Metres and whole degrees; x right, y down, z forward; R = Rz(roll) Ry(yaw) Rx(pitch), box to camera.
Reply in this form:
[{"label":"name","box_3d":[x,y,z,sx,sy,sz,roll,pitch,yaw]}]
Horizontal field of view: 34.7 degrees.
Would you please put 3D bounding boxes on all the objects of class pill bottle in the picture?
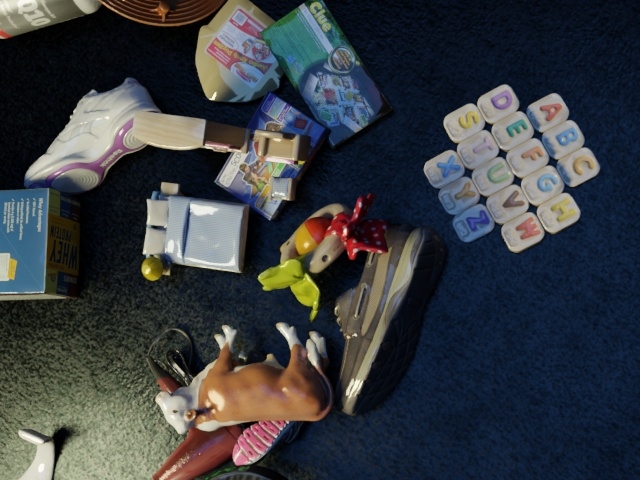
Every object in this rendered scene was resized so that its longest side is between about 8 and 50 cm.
[{"label":"pill bottle","box_3d":[-0.525,-0.507,1.998,0.283,0.161,0.161,-14,80,11]}]

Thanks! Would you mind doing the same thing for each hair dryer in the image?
[{"label":"hair dryer","box_3d":[-0.231,0.320,1.874,0.224,0.080,0.293,11,71,17]}]

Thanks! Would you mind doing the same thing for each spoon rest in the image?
[{"label":"spoon rest","box_3d":[-0.553,0.483,1.927,0.137,0.084,0.276,20,101,16]}]

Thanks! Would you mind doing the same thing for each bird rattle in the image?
[{"label":"bird rattle","box_3d":[0.000,0.000,1.799,0.143,0.207,0.253,34,103,-23]}]

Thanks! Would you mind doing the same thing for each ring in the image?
[{"label":"ring","box_3d":[-0.311,-0.563,1.933,0.337,0.032,0.336,6,73,-19]}]

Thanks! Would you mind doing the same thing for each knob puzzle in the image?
[{"label":"knob puzzle","box_3d":[-0.153,-0.347,1.958,0.213,0.030,0.213,0,89,8]}]

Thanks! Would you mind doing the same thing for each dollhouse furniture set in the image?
[{"label":"dollhouse furniture set","box_3d":[-0.198,-0.059,1.817,0.286,0.198,0.303,9,95,19]}]

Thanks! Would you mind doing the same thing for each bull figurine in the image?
[{"label":"bull figurine","box_3d":[-0.127,0.245,1.783,0.310,0.101,0.188,-1,68,8]}]

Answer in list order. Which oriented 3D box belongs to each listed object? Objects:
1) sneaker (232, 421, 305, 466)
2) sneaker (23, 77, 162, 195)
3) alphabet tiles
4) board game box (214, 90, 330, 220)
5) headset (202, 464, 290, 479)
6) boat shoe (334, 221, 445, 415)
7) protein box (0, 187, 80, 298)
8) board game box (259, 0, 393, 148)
[{"label":"sneaker","box_3d":[-0.080,0.346,1.824,0.170,0.075,0.063,-45,52,-8]},{"label":"sneaker","box_3d":[-0.446,-0.197,1.984,0.305,0.114,0.152,-33,59,6]},{"label":"alphabet tiles","box_3d":[0.339,-0.129,1.826,0.278,0.021,0.284,-28,77,8]},{"label":"board game box","box_3d":[-0.091,-0.157,1.902,0.136,0.035,0.201,35,101,14]},{"label":"headset","box_3d":[-0.098,0.582,1.744,0.243,0.185,0.394,-26,93,8]},{"label":"boat shoe","box_3d":[0.100,0.133,1.805,0.130,0.132,0.355,20,82,34]},{"label":"protein box","box_3d":[-0.582,0.011,1.955,0.201,0.136,0.199,-2,82,13]},{"label":"board game box","box_3d":[0.010,-0.314,1.904,0.136,0.030,0.259,-32,85,9]}]
